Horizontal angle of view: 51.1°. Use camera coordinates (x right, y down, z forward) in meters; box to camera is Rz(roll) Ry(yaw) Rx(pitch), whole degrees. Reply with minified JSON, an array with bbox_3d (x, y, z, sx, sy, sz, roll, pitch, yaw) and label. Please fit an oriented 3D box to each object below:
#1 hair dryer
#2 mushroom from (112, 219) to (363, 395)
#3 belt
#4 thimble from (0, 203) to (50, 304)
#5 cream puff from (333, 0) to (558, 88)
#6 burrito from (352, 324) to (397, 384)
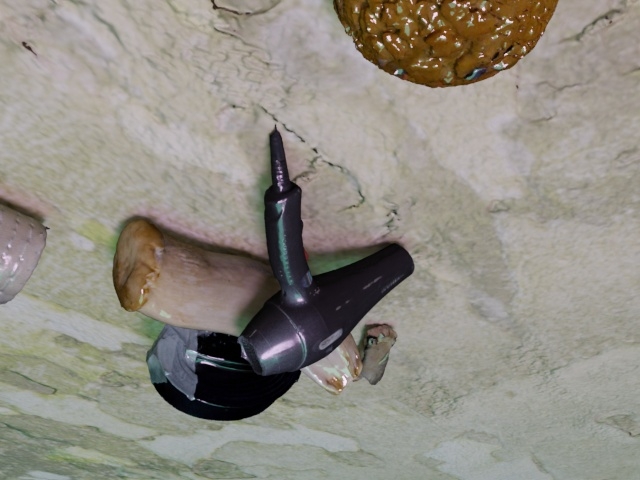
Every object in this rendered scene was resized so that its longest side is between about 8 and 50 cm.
[{"bbox_3d":[0.000,0.000,0.714,0.236,0.091,0.271,-31,130,-26],"label":"hair dryer"},{"bbox_3d":[-0.087,0.084,0.810,0.351,0.122,0.095,29,144,-29],"label":"mushroom"},{"bbox_3d":[-0.127,0.154,0.879,0.199,0.151,0.078,5,150,-25],"label":"belt"},{"bbox_3d":[-0.352,0.011,0.704,0.090,0.102,0.115,28,162,-37],"label":"thimble"},{"bbox_3d":[0.093,-0.174,0.478,0.165,0.115,0.150,-13,147,11],"label":"cream puff"},{"bbox_3d":[0.080,0.180,1.028,0.051,0.042,0.171,-2,141,-8],"label":"burrito"}]
